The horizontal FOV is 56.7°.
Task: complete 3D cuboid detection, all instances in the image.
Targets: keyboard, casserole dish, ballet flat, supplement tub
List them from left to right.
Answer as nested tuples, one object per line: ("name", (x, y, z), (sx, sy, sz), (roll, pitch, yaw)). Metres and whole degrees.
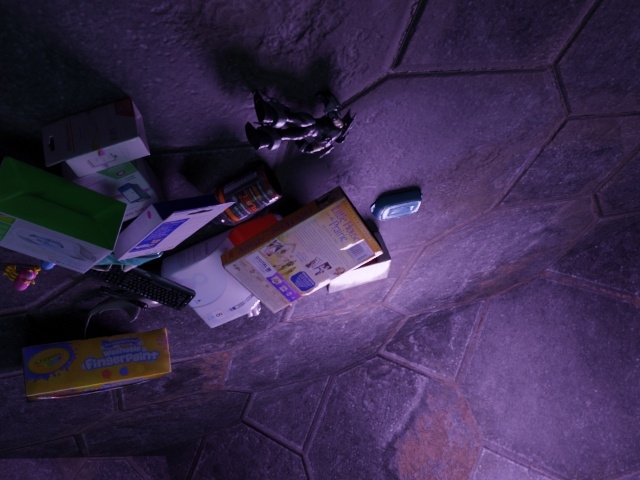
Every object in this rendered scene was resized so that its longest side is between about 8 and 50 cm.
("ballet flat", (-0.573, 0.044, 1.659), (0.247, 0.083, 0.087), (4, 122, -29))
("keyboard", (-0.558, 0.149, 1.798), (0.317, 0.033, 0.201), (27, 135, -25))
("supplement tub", (-0.209, -0.117, 1.590), (0.198, 0.106, 0.106), (-27, 151, 14))
("casserole dish", (0.259, -0.112, 1.974), (0.188, 0.037, 0.114), (-13, 152, -15))

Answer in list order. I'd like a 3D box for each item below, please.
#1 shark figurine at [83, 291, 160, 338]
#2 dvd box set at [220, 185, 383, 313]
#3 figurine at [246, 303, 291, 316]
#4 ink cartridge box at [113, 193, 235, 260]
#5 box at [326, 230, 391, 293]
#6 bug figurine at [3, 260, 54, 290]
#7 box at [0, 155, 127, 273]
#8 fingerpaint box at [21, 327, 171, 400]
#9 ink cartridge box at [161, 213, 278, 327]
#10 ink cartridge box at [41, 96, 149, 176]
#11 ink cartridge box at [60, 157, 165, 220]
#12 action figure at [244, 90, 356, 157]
("shark figurine", (-0.644, 0.225, 1.916), (0.278, 0.116, 0.166), (-15, 151, -12))
("dvd box set", (-0.049, 0.040, 1.826), (0.420, 0.062, 0.307), (-30, 137, 10))
("figurine", (-0.207, 0.181, 2.133), (0.215, 0.092, 0.209), (-15, 152, -7))
("ink cartridge box", (-0.385, -0.043, 1.516), (0.176, 0.069, 0.371), (-14, 173, -42))
("box", (0.119, 0.078, 2.126), (0.232, 0.126, 0.148), (-15, 151, -10))
("bug figurine", (-0.822, 0.064, 1.555), (0.279, 0.072, 0.216), (7, 142, -41))
("box", (-0.601, -0.048, 1.311), (0.262, 0.126, 0.231), (24, 151, -30))
("fingerpaint box", (-0.779, 0.438, 2.050), (0.445, 0.163, 0.371), (-4, 165, -27))
("ink cartridge box", (-0.258, 0.106, 1.887), (0.385, 0.091, 0.308), (-22, 135, 8))
("ink cartridge box", (-0.472, -0.211, 1.244), (0.198, 0.115, 0.067), (-18, 152, -2))
("ink cartridge box", (-0.481, -0.139, 1.391), (0.154, 0.093, 0.212), (-20, 154, -1))
("action figure", (-0.036, -0.278, 1.434), (0.285, 0.099, 0.185), (-2, 140, -38))
